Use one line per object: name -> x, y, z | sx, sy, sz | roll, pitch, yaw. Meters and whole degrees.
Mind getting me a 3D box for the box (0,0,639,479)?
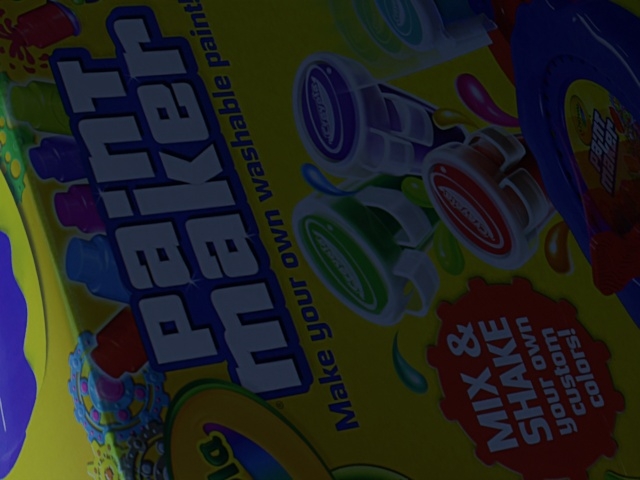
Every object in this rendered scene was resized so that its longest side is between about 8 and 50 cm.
box -> 0.000, 0.000, 0.609 | 0.177, 0.279, 0.290 | -44, 61, 50
